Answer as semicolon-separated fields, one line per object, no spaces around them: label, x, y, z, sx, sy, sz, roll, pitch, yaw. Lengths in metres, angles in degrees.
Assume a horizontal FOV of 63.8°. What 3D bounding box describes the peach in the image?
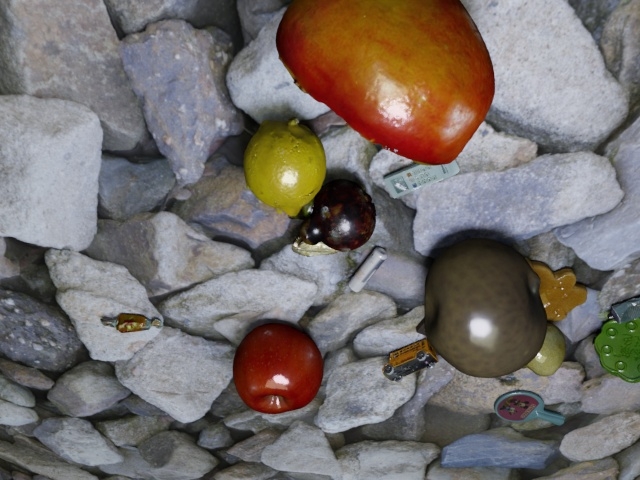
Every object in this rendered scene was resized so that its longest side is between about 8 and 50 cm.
peach;0.131;-0.314;0.872;0.380;0.306;0.242;35;129;-17

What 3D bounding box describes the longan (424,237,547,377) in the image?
longan;0.390;0.167;1.246;0.289;0.288;0.349;-9;102;9

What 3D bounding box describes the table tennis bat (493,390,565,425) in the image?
table tennis bat;0.695;0.561;1.703;0.244;0.040;0.152;20;126;-7

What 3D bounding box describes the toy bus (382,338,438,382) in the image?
toy bus;0.261;0.358;1.531;0.162;0.074;0.069;-29;129;20

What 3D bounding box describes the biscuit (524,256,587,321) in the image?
biscuit;0.581;0.131;1.365;0.249;0.035;0.184;23;125;-14

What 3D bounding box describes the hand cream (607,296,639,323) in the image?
hand cream;0.899;0.172;1.371;0.248;0.052;0.075;-18;111;18

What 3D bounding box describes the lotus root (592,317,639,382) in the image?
lotus root;0.869;0.323;1.443;0.186;0.186;0.186;1;128;1

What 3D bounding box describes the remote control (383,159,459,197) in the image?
remote control;0.227;-0.150;1.161;0.162;0.029;0.061;-20;123;23

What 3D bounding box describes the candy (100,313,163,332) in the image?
candy;-0.549;0.241;1.485;0.182;0.046;0.053;2;130;-2

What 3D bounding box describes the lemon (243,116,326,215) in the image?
lemon;-0.073;-0.152;1.076;0.174;0.173;0.206;-1;102;3

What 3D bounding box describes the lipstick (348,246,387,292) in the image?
lipstick;0.123;0.076;1.335;0.040;0.040;0.141;24;124;-16

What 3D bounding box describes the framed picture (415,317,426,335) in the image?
framed picture;0.367;0.220;1.450;0.128;0.023;0.168;20;126;-13

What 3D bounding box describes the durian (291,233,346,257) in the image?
durian;0.000;-0.002;1.254;0.140;0.071;0.110;5;164;-6

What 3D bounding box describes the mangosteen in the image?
mangosteen;0.035;-0.049;1.156;0.184;0.172;0.172;-29;124;-3

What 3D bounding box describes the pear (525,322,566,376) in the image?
pear;0.581;0.287;1.409;0.167;0.167;0.136;-1;107;3

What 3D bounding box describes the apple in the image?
apple;-0.120;0.369;1.466;0.261;0.216;0.260;0;131;0
